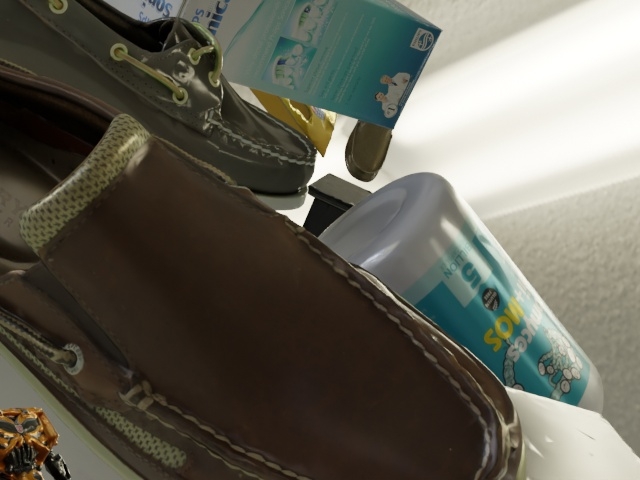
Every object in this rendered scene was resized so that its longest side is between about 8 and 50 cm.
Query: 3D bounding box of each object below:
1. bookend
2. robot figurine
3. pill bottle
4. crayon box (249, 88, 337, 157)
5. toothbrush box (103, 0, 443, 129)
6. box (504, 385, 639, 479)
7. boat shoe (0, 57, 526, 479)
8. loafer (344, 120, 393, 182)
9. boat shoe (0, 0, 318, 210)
[{"bbox_3d":[0.000,0.000,1.532,0.072,0.157,0.156,25,14,6],"label":"bookend"},{"bbox_3d":[-0.323,0.299,1.243,0.211,0.085,0.291,11,44,-59],"label":"robot figurine"},{"bbox_3d":[0.107,0.090,0.824,0.264,0.146,0.146,50,-31,-15],"label":"pill bottle"},{"bbox_3d":[-0.041,-0.289,1.587,0.081,0.319,0.202,-11,-43,29],"label":"crayon box"},{"bbox_3d":[-0.059,-0.241,1.168,0.295,0.126,0.216,11,23,-37],"label":"toothbrush box"},{"bbox_3d":[0.047,0.203,0.602,0.184,0.261,0.103,19,22,-41],"label":"box"},{"bbox_3d":[-0.058,0.011,0.336,0.257,0.095,0.095,26,-22,20],"label":"boat shoe"},{"bbox_3d":[0.070,-0.149,1.515,0.056,0.148,0.050,16,-24,-9],"label":"loafer"},{"bbox_3d":[-0.121,-0.113,0.766,0.305,0.091,0.109,25,18,-25],"label":"boat shoe"}]
